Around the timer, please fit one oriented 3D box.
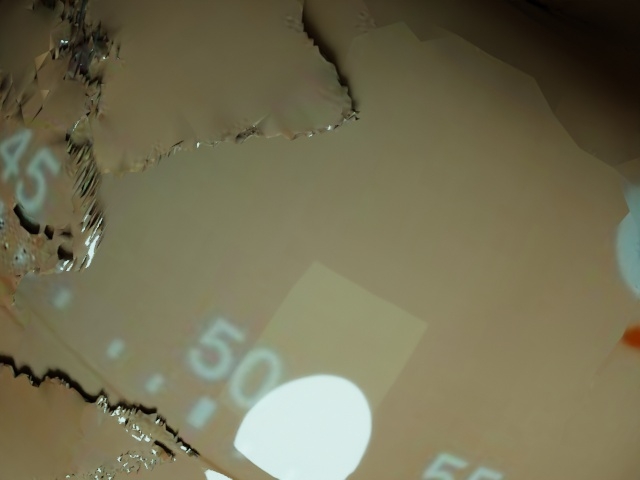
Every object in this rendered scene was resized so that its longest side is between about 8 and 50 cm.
[{"bbox_3d":[0.000,0.000,0.428,0.229,0.230,0.215,23,115,-13],"label":"timer"}]
